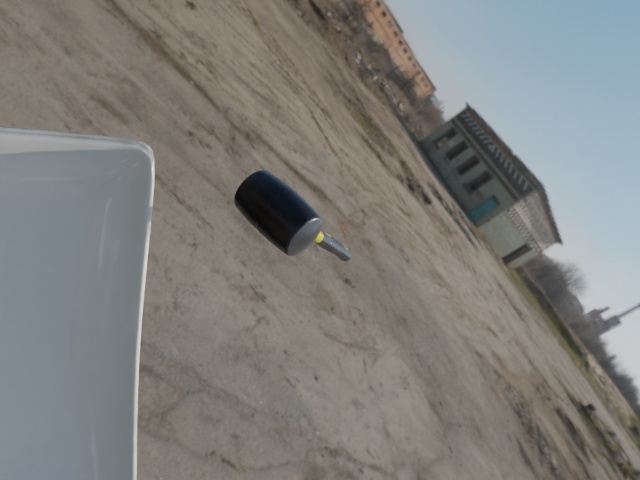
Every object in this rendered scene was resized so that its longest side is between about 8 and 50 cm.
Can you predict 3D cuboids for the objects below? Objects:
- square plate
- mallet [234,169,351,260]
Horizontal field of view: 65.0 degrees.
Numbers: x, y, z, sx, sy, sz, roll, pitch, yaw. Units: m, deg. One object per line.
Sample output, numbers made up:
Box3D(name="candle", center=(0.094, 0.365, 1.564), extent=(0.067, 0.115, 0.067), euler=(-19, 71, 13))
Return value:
Box3D(name="square plate", center=(-0.309, 0.083, 0.360), extent=(0.345, 0.346, 0.049), euler=(3, 12, -21))
Box3D(name="mallet", center=(0.000, 0.000, 0.422), extent=(0.062, 0.039, 0.190), euler=(43, 5, 29))
